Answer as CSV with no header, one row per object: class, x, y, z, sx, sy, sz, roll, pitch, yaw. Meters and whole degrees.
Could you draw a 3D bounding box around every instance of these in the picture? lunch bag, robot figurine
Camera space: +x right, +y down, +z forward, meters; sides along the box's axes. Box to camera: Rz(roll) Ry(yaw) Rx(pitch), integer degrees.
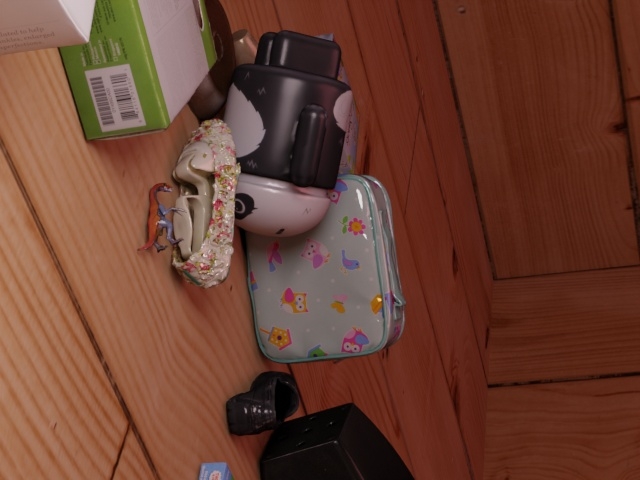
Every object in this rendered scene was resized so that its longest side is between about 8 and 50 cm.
lunch bag,0.010,0.045,1.953,0.108,0.224,0.279,-6,89,-75
robot figurine,-0.054,-0.144,1.828,0.209,0.174,0.278,2,99,-74

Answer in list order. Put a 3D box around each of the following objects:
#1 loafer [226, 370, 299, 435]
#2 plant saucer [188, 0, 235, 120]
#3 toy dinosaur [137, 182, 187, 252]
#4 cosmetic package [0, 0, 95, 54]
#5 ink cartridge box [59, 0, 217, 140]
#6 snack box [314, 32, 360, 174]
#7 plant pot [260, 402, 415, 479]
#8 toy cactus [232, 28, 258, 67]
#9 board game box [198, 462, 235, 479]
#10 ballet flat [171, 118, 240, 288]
loafer,-0.065,0.229,1.873,0.223,0.078,0.076,-19,103,-75
plant saucer,-0.155,-0.265,1.830,0.198,0.036,0.198,-6,90,-76
toy dinosaur,-0.191,-0.031,1.592,0.090,0.047,0.082,1,64,-65
cosmetic package,-0.281,-0.272,1.129,0.151,0.151,0.183,61,27,-56
ink cartridge box,-0.206,-0.246,1.515,0.255,0.097,0.188,-69,149,-64
snack box,0.013,-0.235,2.387,0.207,0.070,0.174,70,19,-47
plant pot,0.011,0.348,1.947,0.167,0.188,0.187,66,19,-13
toy cactus,-0.078,-0.237,2.015,0.180,0.112,0.219,60,35,-34
board game box,-0.115,0.408,1.685,0.160,0.039,0.211,-82,160,-45
ballet flat,-0.150,-0.057,1.682,0.077,0.091,0.241,25,53,-47
